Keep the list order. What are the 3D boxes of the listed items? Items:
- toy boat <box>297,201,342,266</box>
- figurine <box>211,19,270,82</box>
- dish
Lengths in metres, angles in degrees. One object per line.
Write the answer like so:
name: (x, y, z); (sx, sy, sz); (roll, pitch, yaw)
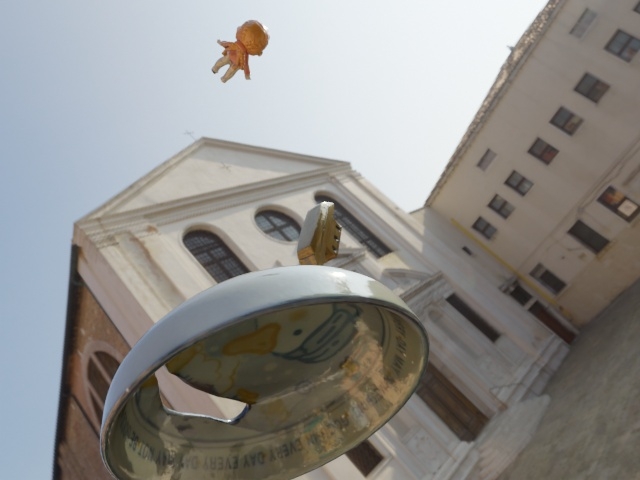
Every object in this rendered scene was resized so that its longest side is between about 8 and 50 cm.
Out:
toy boat: (0.000, 0.000, 0.932); (0.057, 0.077, 0.201); (-26, 30, 29)
figurine: (-0.107, -0.238, 0.607); (0.109, 0.064, 0.047); (-25, 23, 45)
dish: (-0.053, 0.104, 0.433); (0.273, 0.134, 0.273); (-14, -47, -15)
